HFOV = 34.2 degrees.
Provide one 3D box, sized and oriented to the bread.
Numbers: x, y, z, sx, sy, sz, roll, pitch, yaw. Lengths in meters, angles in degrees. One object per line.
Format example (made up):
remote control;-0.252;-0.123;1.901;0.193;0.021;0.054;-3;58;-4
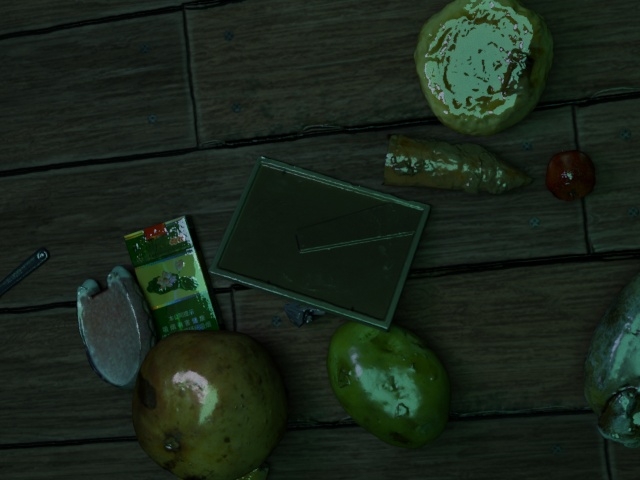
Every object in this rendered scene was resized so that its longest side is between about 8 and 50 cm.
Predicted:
bread;0.279;-0.300;1.763;0.244;0.134;0.244;1;95;10

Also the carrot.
carrot;0.238;-0.122;1.808;0.263;0.102;0.102;10;94;6

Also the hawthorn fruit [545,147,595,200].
hawthorn fruit;0.422;-0.114;1.766;0.093;0.093;0.093;1;92;12

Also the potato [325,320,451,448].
potato;0.119;0.244;1.814;0.186;0.148;0.253;-34;83;-6

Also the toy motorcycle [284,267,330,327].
toy motorcycle;0.022;0.101;1.862;0.215;0.080;0.122;5;92;10

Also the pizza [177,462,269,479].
pizza;-0.197;0.464;1.939;0.161;0.062;0.182;26;102;3

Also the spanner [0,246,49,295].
spanner;-0.611;0.080;2.035;0.208;0.012;0.046;-37;83;11

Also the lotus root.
lotus root;0.543;0.163;1.713;0.175;0.175;0.350;26;94;10

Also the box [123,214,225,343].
box;-0.272;0.083;1.948;0.132;0.034;0.235;-17;89;14

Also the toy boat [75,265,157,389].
toy boat;-0.371;0.167;1.956;0.155;0.085;0.227;-23;80;27

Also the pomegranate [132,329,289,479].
pomegranate;-0.192;0.287;1.828;0.281;0.281;0.281;1;92;12

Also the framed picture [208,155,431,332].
framed picture;0.000;0.000;1.839;0.335;0.022;0.247;17;69;12
